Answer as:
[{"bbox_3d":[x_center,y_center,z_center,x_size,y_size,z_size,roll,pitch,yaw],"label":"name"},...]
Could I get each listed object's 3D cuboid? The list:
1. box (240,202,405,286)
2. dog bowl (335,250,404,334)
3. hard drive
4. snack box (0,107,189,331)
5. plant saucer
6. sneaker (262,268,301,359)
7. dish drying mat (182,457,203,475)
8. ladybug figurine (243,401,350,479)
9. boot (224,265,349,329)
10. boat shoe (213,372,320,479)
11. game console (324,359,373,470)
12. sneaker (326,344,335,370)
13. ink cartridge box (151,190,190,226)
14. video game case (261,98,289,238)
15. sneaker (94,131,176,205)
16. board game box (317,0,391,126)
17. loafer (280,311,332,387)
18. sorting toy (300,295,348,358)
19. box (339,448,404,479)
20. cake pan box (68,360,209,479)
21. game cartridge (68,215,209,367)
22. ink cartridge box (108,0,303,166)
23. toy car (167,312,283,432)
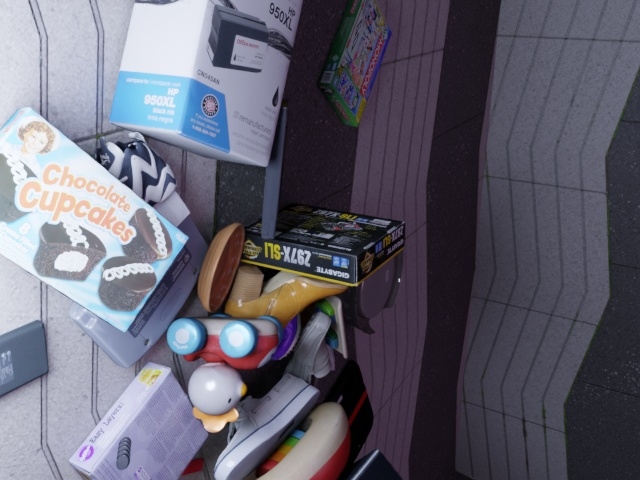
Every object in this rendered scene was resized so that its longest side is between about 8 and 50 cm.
[{"bbox_3d":[0.000,0.000,1.534,0.257,0.322,0.079,-30,125,-55],"label":"box"},{"bbox_3d":[0.153,0.120,2.105,0.349,0.102,0.348,-35,131,-53],"label":"dog bowl"},{"bbox_3d":[-0.488,0.191,1.023,0.135,0.022,0.094,-27,124,-56],"label":"hard drive"},{"bbox_3d":[-0.370,-0.022,0.989,0.322,0.060,0.187,44,69,-37],"label":"snack box"},{"bbox_3d":[-0.214,0.054,1.403,0.200,0.037,0.200,17,90,-84],"label":"plant saucer"},{"bbox_3d":[-0.109,0.147,1.647,0.146,0.102,0.293,33,69,-52],"label":"sneaker"},{"bbox_3d":[-0.300,0.524,1.525,0.083,0.008,0.032,19,83,-61],"label":"dish drying mat"},{"bbox_3d":[-0.068,0.583,1.663,0.449,0.305,0.162,-38,96,-41],"label":"ladybug figurine"},{"bbox_3d":[-0.086,0.167,1.565,0.295,0.104,0.211,4,113,-24],"label":"boot"},{"bbox_3d":[-0.162,0.434,1.605,0.367,0.156,0.136,-36,151,-45],"label":"boat shoe"},{"bbox_3d":[0.057,0.643,2.204,0.386,0.060,0.342,-54,139,-39],"label":"game console"},{"bbox_3d":[-0.010,0.325,1.932,0.212,0.080,0.094,45,50,-66],"label":"sneaker"},{"bbox_3d":[-0.293,-0.037,1.187,0.115,0.029,0.063,-53,127,-34],"label":"ink cartridge box"},{"bbox_3d":[-0.098,-0.168,1.455,0.248,0.035,0.275,-96,-168,-74],"label":"video game case"},{"bbox_3d":[-0.351,-0.089,1.098,0.235,0.094,0.153,-50,135,-31],"label":"sneaker"},{"bbox_3d":[0.100,-0.505,1.813,0.213,0.046,0.317,42,64,-58],"label":"board game box"},{"bbox_3d":[-0.018,0.305,1.739,0.319,0.111,0.112,110,6,-46],"label":"loafer"},{"bbox_3d":[-0.007,0.200,1.749,0.038,0.208,0.193,-29,129,-28],"label":"sorting toy"},{"bbox_3d":[-0.014,0.851,1.657,0.472,0.297,0.480,-43,171,33],"label":"box"},{"bbox_3d":[-0.350,0.419,1.328,0.246,0.070,0.267,-54,144,-34],"label":"cake pan box"},{"bbox_3d":[-0.328,0.080,1.247,0.297,0.062,0.198,-60,152,-30],"label":"game cartridge"},{"bbox_3d":[-0.190,-0.361,1.199,0.285,0.166,0.395,12,90,-63],"label":"ink cartridge box"},{"bbox_3d":[-0.193,0.276,1.363,0.219,0.210,0.238,13,78,-77],"label":"toy car"}]
